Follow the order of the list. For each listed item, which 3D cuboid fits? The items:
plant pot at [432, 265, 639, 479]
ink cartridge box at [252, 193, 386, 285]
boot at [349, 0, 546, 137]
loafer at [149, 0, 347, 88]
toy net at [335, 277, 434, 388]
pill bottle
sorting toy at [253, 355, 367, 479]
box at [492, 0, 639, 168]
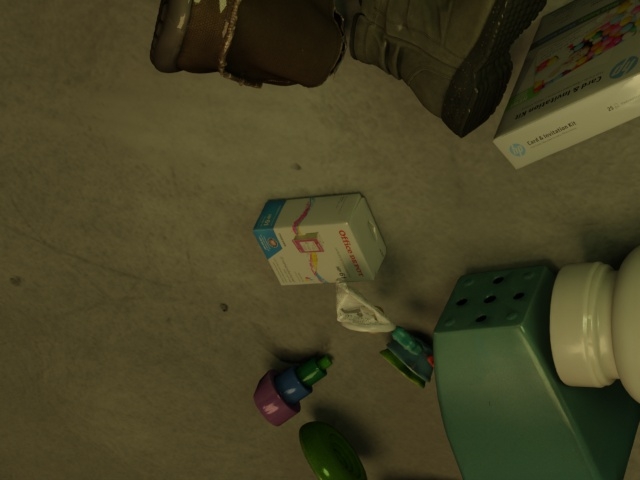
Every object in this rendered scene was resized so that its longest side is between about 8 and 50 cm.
[{"bbox_3d":[0.224,0.152,1.377,0.165,0.165,0.234,-8,121,32],"label":"plant pot"},{"bbox_3d":[0.000,0.000,1.405,0.122,0.052,0.088,-5,130,28],"label":"ink cartridge box"},{"bbox_3d":[0.105,-0.216,1.101,0.161,0.083,0.246,40,138,18],"label":"boot"},{"bbox_3d":[-0.042,-0.194,1.054,0.130,0.366,0.133,13,100,7],"label":"loafer"},{"bbox_3d":[0.081,0.117,1.412,0.122,0.045,0.232,43,-177,42],"label":"toy net"},{"bbox_3d":[0.382,0.080,1.212,0.302,0.169,0.169,-2,131,27],"label":"pill bottle"},{"bbox_3d":[0.071,0.278,1.639,0.126,0.127,0.365,-36,111,13],"label":"sorting toy"},{"bbox_3d":[0.228,-0.151,1.042,0.145,0.186,0.038,-23,119,41],"label":"box"}]
